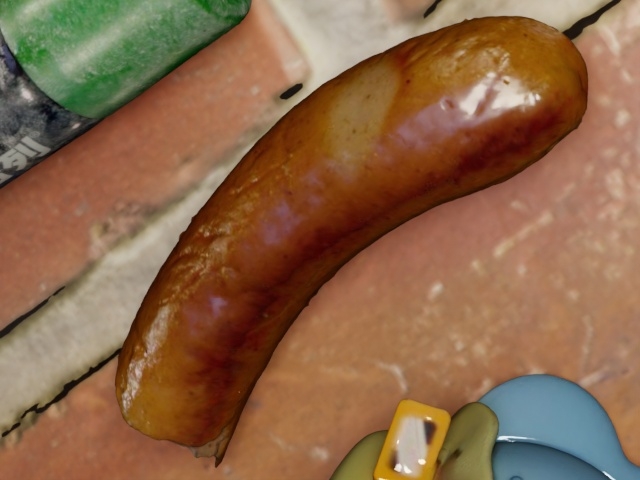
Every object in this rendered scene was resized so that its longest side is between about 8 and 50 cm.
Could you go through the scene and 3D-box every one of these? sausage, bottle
[{"bbox_3d":[-0.003,-0.004,0.609,0.103,0.076,0.302,46,114,3],"label":"sausage"},{"bbox_3d":[-0.188,-0.072,0.669,0.330,0.093,0.093,-29,86,25],"label":"bottle"}]

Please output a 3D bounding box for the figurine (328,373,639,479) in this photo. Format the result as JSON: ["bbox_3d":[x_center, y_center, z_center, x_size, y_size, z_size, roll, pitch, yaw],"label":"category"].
[{"bbox_3d":[0.120,0.163,0.558,0.261,0.154,0.180,14,95,4],"label":"figurine"}]
